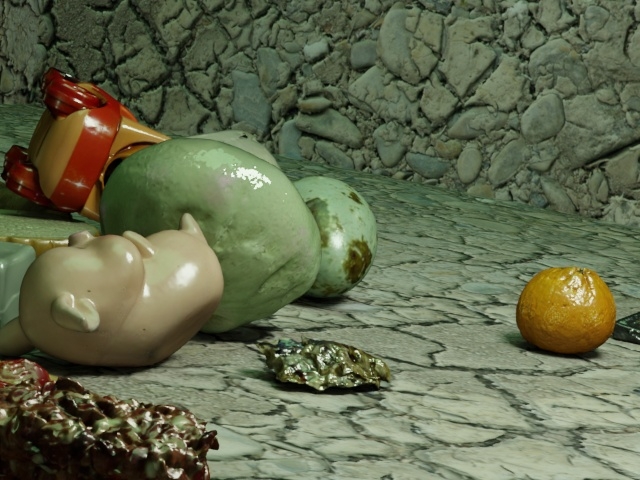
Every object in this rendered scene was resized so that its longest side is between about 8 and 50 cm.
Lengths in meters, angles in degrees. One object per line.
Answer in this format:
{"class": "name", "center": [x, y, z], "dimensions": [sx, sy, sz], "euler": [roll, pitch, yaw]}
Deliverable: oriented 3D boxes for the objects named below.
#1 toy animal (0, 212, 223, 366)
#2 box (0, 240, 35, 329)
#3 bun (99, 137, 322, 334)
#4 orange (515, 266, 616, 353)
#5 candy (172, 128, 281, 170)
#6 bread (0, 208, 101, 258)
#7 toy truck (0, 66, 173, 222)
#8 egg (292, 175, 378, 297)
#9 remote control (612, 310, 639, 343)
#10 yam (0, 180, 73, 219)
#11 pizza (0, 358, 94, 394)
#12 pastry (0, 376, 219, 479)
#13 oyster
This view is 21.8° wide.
{"class": "toy animal", "center": [-0.220, 0.064, 1.829], "dimensions": [0.250, 0.154, 0.166], "euler": [-10, -25, -40]}
{"class": "box", "center": [-0.398, 0.050, 1.941], "dimensions": [0.124, 0.093, 0.172], "euler": [8, 9, 4]}
{"class": "bun", "center": [-0.146, 0.013, 2.026], "dimensions": [0.283, 0.283, 0.179], "euler": [9, 49, 11]}
{"class": "orange", "center": [0.329, 0.091, 2.223], "dimensions": [0.135, 0.117, 0.135], "euler": [13, 4, -1]}
{"class": "candy", "center": [-0.203, -0.075, 2.626], "dimensions": [0.295, 0.185, 0.295], "euler": [-9, 11, 2]}
{"class": "bread", "center": [-0.414, 0.008, 2.278], "dimensions": [0.236, 0.070, 0.236], "euler": [7, 9, -1]}
{"class": "toy truck", "center": [-0.316, -0.115, 2.389], "dimensions": [0.239, 0.189, 0.265], "euler": [24, 6, -18]}
{"class": "egg", "center": [0.000, 0.000, 2.362], "dimensions": [0.169, 0.169, 0.231], "euler": [5, 20, -13]}
{"class": "remote control", "center": [0.489, 0.122, 2.451], "dimensions": [0.063, 0.025, 0.245], "euler": [13, 10, 26]}
{"class": "yam", "center": [-0.477, -0.052, 2.593], "dimensions": [0.081, 0.081, 0.356], "euler": [2, 10, -30]}
{"class": "pizza", "center": [-0.304, 0.144, 1.534], "dimensions": [0.188, 0.062, 0.199], "euler": [12, 11, 40]}
{"class": "pastry", "center": [-0.188, 0.167, 1.315], "dimensions": [0.208, 0.115, 0.097], "euler": [9, 35, 5]}
{"class": "oyster", "center": [0.010, 0.138, 1.871], "dimensions": [0.148, 0.051, 0.103], "euler": [14, 12, -29]}
